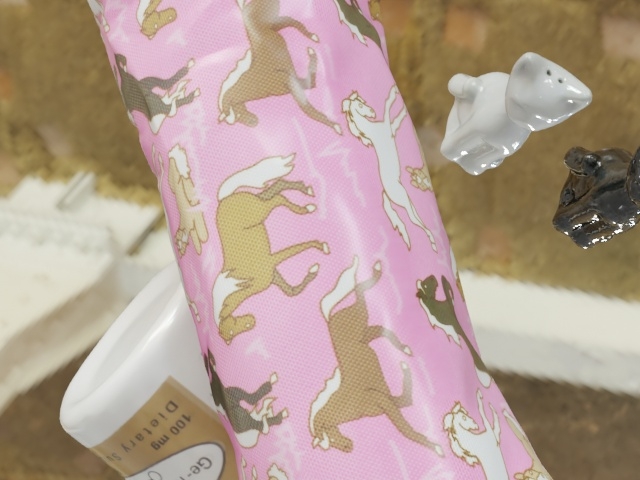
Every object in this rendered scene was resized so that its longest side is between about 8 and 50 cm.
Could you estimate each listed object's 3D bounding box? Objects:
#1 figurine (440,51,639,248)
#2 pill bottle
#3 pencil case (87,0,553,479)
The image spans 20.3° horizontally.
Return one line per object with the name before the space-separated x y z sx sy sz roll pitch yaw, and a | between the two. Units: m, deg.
figurine | 0.224 -0.087 1.585 0.215 0.092 0.209 32 -14 -10
pill bottle | -0.024 0.123 1.029 0.229 0.131 0.131 40 -42 -12
pencil case | 0.000 0.000 0.913 0.167 0.160 0.386 117 -45 -71
